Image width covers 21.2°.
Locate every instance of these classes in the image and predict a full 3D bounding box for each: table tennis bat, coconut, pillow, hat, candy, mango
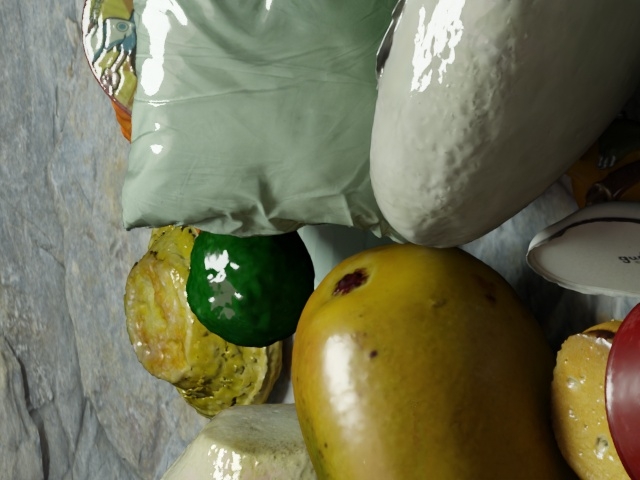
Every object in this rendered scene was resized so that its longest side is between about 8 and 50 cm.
[{"bbox_3d":[-0.081,-0.189,1.638,0.310,0.038,0.200,14,99,11],"label":"table tennis bat"},{"bbox_3d":[-0.057,0.311,1.959,0.259,0.259,0.259,21,117,51],"label":"coconut"},{"bbox_3d":[-0.034,-0.148,1.544,0.138,0.283,0.310,-83,-2,-74],"label":"pillow"},{"bbox_3d":[-0.113,-0.094,1.761,0.285,0.285,0.400,-45,31,51],"label":"hat"},{"bbox_3d":[0.180,-0.177,1.377,0.186,0.386,0.427,32,116,10],"label":"candy"},{"bbox_3d":[0.130,0.212,1.629,0.232,0.300,0.446,-26,83,30],"label":"mango"}]

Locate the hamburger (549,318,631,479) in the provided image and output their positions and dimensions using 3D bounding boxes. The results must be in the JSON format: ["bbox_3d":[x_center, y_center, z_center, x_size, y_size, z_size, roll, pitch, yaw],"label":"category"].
[{"bbox_3d":[0.299,0.160,1.519,0.191,0.118,0.182,63,146,27],"label":"hamburger"}]

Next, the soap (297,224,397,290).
[{"bbox_3d":[0.000,0.000,1.924,0.265,0.087,0.160,29,122,48],"label":"soap"}]

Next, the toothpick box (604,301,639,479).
[{"bbox_3d":[0.399,0.105,1.286,0.333,0.204,0.204,-18,85,56],"label":"toothpick box"}]

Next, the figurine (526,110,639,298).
[{"bbox_3d":[0.307,-0.038,1.487,0.250,0.166,0.141,2,63,31],"label":"figurine"}]

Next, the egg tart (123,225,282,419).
[{"bbox_3d":[-0.159,0.092,2.150,0.294,0.123,0.294,24,121,50],"label":"egg tart"}]
